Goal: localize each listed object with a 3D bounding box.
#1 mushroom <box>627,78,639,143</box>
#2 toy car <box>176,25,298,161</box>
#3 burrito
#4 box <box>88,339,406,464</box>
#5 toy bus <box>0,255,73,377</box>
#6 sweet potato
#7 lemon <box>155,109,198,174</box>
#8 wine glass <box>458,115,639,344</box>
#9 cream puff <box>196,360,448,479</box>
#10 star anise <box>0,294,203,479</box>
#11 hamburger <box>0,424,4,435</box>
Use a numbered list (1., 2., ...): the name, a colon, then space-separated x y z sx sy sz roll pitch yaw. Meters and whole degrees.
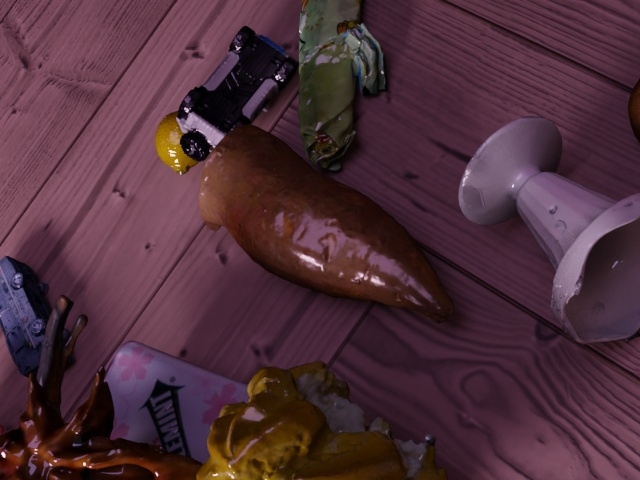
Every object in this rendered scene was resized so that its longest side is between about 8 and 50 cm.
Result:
1. mushroom: 0.355 -0.148 1.306 0.129 0.073 0.088 -43 22 2
2. toy car: -0.102 -0.163 1.540 0.080 0.070 0.170 35 68 1
3. burrito: 0.025 -0.216 1.523 0.104 0.054 0.288 -8 64 23
4. box: -0.079 0.241 1.344 0.370 0.112 0.190 15 78 33
5. toy bus: -0.352 0.093 1.592 0.065 0.047 0.166 -41 55 12
6. sweet potato: 0.001 -0.003 1.401 0.337 0.131 0.131 36 88 36
7. lemon: -0.164 -0.116 1.572 0.062 0.062 0.083 -8 71 25
8. wine glass: 0.236 -0.015 1.263 0.165 0.165 0.196 -48 51 2
9. cream puff: -0.019 0.206 1.166 0.221 0.195 0.194 32 86 36
10. star anise: -0.231 0.201 1.299 0.237 0.148 0.346 -16 56 -7
11. hamburger: -0.403 0.274 1.485 0.175 0.137 0.175 -10 63 19
